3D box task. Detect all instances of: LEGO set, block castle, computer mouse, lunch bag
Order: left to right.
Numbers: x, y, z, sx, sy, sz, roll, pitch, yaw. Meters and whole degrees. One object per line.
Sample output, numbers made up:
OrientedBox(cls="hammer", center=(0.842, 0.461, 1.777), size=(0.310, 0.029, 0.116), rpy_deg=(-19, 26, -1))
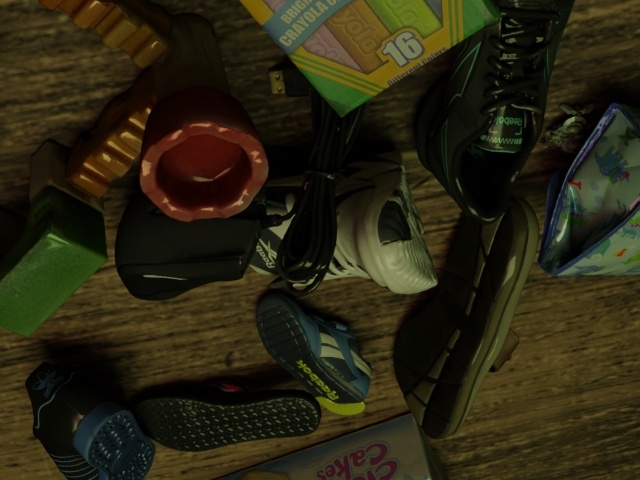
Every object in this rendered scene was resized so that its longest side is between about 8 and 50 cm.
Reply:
OrientedBox(cls="block castle", center=(-0.287, -0.011, 0.899), size=(0.303, 0.213, 0.453), rpy_deg=(31, 121, -34))
OrientedBox(cls="computer mouse", center=(-0.075, -0.050, 0.969), size=(0.060, 0.184, 0.262), rpy_deg=(27, 160, -36))
OrientedBox(cls="LEGO set", center=(0.197, -0.092, 1.064), size=(0.083, 0.023, 0.054), rpy_deg=(14, 129, -25))
OrientedBox(cls="lunch bag", center=(0.261, -0.031, 1.072), size=(0.129, 0.096, 0.151), rpy_deg=(2, 127, -39))

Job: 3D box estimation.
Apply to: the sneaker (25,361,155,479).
OrientedBox(cls="sneaker", center=(-0.215, 0.181, 1.202), size=(0.081, 0.090, 0.232), rpy_deg=(-45, 162, -24))

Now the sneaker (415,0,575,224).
OrientedBox(cls="sneaker", center=(0.143, -0.131, 0.960), size=(0.101, 0.106, 0.267), rpy_deg=(1, 132, -12))

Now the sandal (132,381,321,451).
OrientedBox(cls="sandal", center=(-0.087, 0.161, 1.224), size=(0.179, 0.040, 0.067), rpy_deg=(-4, 124, 7))

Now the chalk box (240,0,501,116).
OrientedBox(cls="chalk box", center=(-0.002, -0.211, 0.827), size=(0.132, 0.132, 0.213), rpy_deg=(-31, 129, 17))

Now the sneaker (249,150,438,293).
OrientedBox(cls="sneaker", center=(0.000, 0.000, 0.976), size=(0.153, 0.235, 0.094), rpy_deg=(-18, 109, 6))

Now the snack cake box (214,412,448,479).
OrientedBox(cls="snack cake box", center=(0.003, 0.292, 1.344), size=(0.264, 0.089, 0.152), rpy_deg=(-21, 133, 7))

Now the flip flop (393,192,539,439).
OrientedBox(cls="flip flop", center=(0.142, 0.073, 1.167), size=(0.080, 0.112, 0.277), rpy_deg=(-3, 130, -30))

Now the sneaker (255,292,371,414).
OrientedBox(cls="sneaker", center=(-0.004, 0.095, 1.184), size=(0.053, 0.059, 0.144), rpy_deg=(-16, 122, 41))
